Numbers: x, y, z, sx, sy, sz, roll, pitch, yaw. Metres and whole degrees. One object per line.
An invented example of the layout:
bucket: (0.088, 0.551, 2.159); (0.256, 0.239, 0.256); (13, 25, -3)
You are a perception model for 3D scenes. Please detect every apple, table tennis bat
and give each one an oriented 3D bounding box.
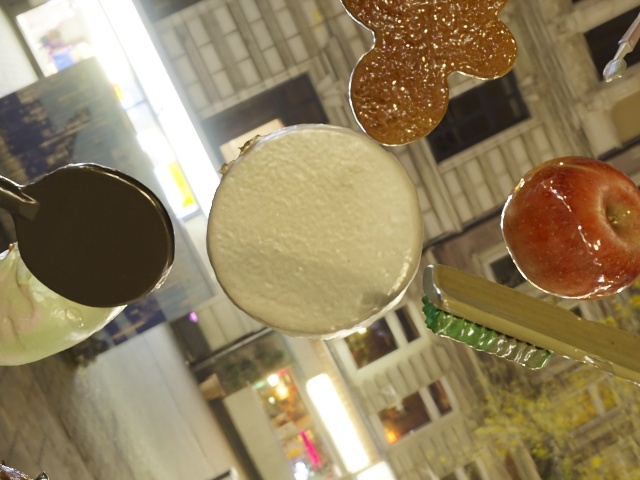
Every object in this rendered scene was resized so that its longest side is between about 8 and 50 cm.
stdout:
apple: (0.339, -0.014, 1.144); (0.162, 0.201, 0.201); (-27, -90, 53)
table tennis bat: (-0.254, -0.020, 0.818); (0.236, 0.150, 0.027); (27, 21, -11)

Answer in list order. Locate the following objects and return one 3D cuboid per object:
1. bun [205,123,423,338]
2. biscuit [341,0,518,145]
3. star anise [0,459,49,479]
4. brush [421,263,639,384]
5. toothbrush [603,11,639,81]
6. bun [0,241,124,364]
bun: (0.000, 0.000, 1.052); (0.263, 0.263, 0.175); (61, 1, 16)
biscuit: (0.171, -0.346, 1.261); (0.283, 0.432, 0.064); (22, 10, -8)
star anise: (-0.390, 0.401, 1.151); (0.272, 0.102, 0.272); (39, -2, 2)
brush: (0.207, 0.089, 0.706); (0.054, 0.282, 0.048); (-90, -155, -49)
toothbrush: (0.315, -0.204, 0.857); (0.017, 0.194, 0.014); (-16, -67, 40)
bun: (-0.469, 0.075, 1.445); (0.187, 0.293, 0.293); (65, -7, -13)
